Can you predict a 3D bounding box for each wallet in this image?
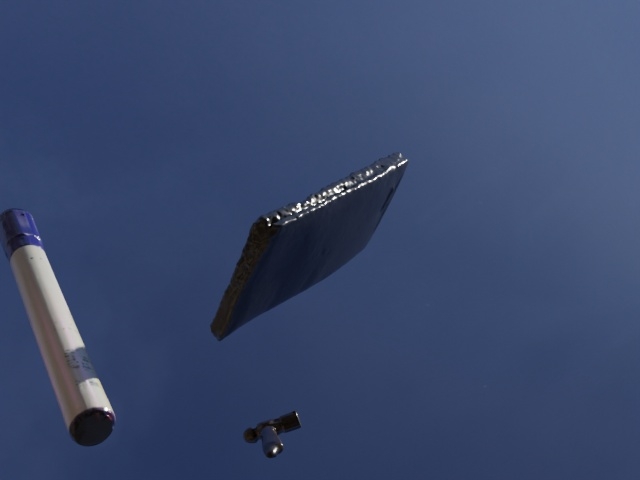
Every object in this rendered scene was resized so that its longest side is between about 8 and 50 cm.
[{"bbox_3d":[0.001,0.000,0.713,0.025,0.244,0.124,36,-57,16],"label":"wallet"}]

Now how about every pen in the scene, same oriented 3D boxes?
[{"bbox_3d":[-0.200,0.051,0.596,0.033,0.033,0.269,-55,-138,10],"label":"pen"}]

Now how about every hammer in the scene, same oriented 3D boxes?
[{"bbox_3d":[-0.047,0.195,0.807,0.065,0.178,0.021,-19,-96,-7],"label":"hammer"}]
